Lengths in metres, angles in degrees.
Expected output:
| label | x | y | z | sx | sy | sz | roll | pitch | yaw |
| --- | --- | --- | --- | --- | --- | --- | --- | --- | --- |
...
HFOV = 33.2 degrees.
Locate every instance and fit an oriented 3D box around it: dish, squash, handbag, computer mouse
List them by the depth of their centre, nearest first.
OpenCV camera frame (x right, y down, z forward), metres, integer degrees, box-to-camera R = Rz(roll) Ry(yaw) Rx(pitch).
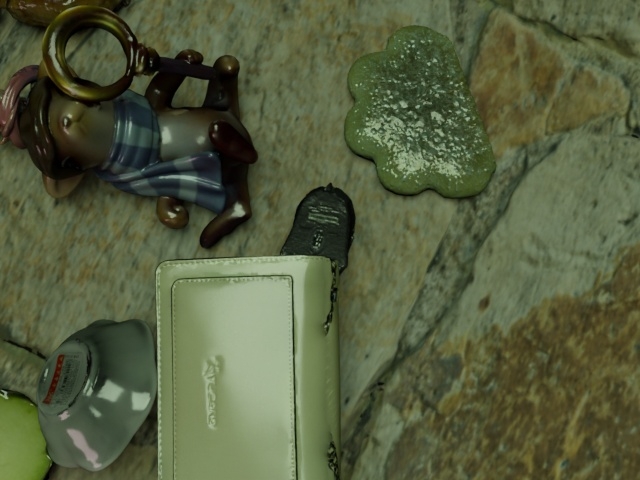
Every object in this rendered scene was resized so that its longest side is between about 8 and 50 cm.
| label | x | y | z | sx | sy | sz | roll | pitch | yaw |
| --- | --- | --- | --- | --- | --- | --- | --- | --- | --- |
| handbag | -0.087 | 0.201 | 1.435 | 0.236 | 0.160 | 0.359 | -2 | 84 | 12 |
| dish | -0.322 | 0.194 | 1.444 | 0.229 | 0.081 | 0.229 | -20 | 55 | 32 |
| squash | -0.487 | 0.280 | 1.453 | 0.155 | 0.204 | 0.237 | -43 | 80 | 12 |
| computer mouse | 0.000 | 0.000 | 1.559 | 0.099 | 0.057 | 0.172 | 11 | 67 | 7 |

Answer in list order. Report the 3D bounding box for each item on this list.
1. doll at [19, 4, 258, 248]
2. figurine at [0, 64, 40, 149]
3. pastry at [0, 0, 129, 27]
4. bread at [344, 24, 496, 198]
| label | x | y | z | sx | sy | sz | roll | pitch | yaw |
| --- | --- | --- | --- | --- | --- | --- | --- | --- | --- |
| doll | -0.248 | -0.153 | 1.506 | 0.339 | 0.209 | 0.318 | 8 | 100 | -12 |
| figurine | -0.461 | -0.188 | 1.592 | 0.157 | 0.126 | 0.114 | -14 | 99 | 19 |
| pastry | -0.403 | -0.422 | 1.648 | 0.229 | 0.100 | 0.218 | -42 | 79 | -10 |
| bread | 0.134 | -0.181 | 1.601 | 0.207 | 0.056 | 0.287 | -21 | 75 | -6 |
